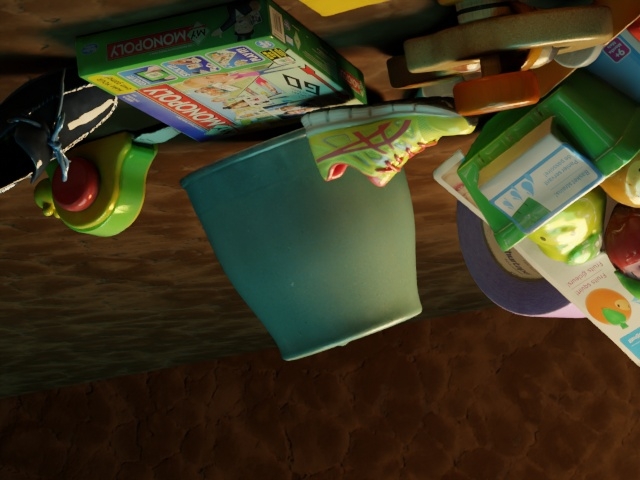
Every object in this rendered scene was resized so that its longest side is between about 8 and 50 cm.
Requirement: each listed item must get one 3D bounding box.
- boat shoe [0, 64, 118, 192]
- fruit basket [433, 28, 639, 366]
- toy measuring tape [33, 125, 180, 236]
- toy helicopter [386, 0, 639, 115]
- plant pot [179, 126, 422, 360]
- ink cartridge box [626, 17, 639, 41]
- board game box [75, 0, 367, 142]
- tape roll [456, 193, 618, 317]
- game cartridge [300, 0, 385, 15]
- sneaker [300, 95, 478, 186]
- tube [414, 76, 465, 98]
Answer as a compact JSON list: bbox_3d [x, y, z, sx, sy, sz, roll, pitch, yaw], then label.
[{"bbox_3d":[-0.313,-0.090,1.832,0.258,0.089,0.109,-37,133,-16],"label":"boat shoe"},{"bbox_3d":[0.341,-0.031,1.957,0.327,0.353,0.165,-39,-174,44],"label":"fruit basket"},{"bbox_3d":[-0.227,-0.075,2.157,0.330,0.121,0.121,-14,166,32],"label":"toy measuring tape"},{"bbox_3d":[0.184,-0.203,1.819,0.235,0.140,0.355,-11,-178,-23],"label":"toy helicopter"},{"bbox_3d":[0.000,0.000,2.124,0.272,0.255,0.271,-20,179,0],"label":"plant pot"},{"bbox_3d":[0.478,-0.218,1.873,0.261,0.066,0.296,12,160,-37],"label":"ink cartridge box"},{"bbox_3d":[-0.098,-0.179,1.891,0.213,0.046,0.317,-11,168,18],"label":"board game box"},{"bbox_3d":[0.298,-0.040,2.204,0.090,0.274,0.275,4,164,-40],"label":"tape roll"},{"bbox_3d":[0.091,-0.285,1.485,0.324,0.052,0.285,-13,167,20],"label":"game cartridge"},{"bbox_3d":[0.080,-0.108,1.920,0.208,0.094,0.081,-4,-176,32],"label":"sneaker"},{"bbox_3d":[0.141,-0.164,2.105,0.080,0.052,0.207,1,174,0],"label":"tube"}]
